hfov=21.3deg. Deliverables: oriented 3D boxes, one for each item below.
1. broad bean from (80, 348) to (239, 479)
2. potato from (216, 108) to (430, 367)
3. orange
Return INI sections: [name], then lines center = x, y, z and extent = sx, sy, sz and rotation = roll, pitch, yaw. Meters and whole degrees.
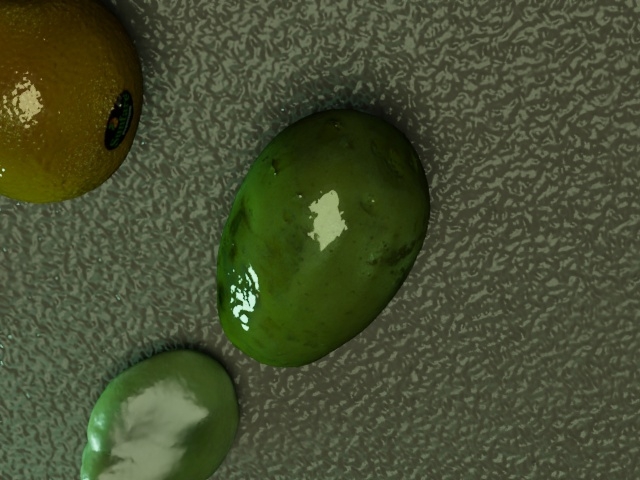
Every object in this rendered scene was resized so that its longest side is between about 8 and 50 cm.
[broad bean]
center = -0.190, 0.232, 2.002
extent = 0.169, 0.100, 0.228
rotation = 19, 110, -12
[potato]
center = 0.000, 0.001, 1.840
extent = 0.216, 0.216, 0.304
rotation = 21, 110, -6
[orange]
center = -0.293, -0.157, 1.786
extent = 0.236, 0.236, 0.236
rotation = 1, 112, 2
